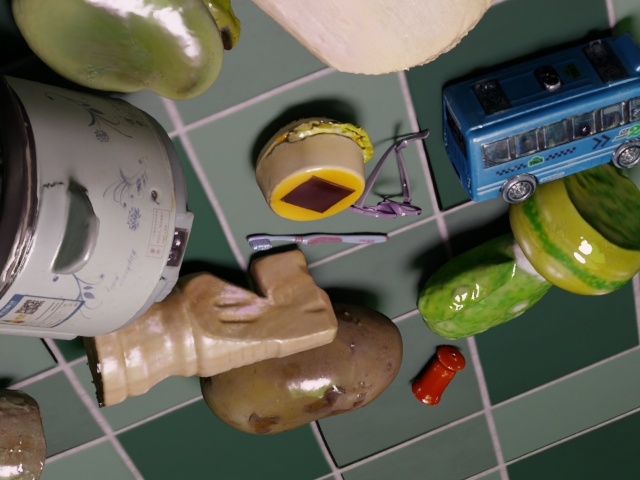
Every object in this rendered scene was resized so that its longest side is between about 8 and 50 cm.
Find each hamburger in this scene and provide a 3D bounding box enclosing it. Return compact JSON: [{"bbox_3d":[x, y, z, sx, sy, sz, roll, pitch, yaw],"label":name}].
[{"bbox_3d":[-0.007,-0.085,1.819,0.126,0.081,0.141,5,147,-29],"label":"hamburger"}]

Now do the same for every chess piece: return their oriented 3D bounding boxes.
[{"bbox_3d":[-0.133,0.101,1.933,0.300,0.137,0.137,-11,141,-13],"label":"chess piece"}]

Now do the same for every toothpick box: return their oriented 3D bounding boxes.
[{"bbox_3d":[0.166,0.187,2.262,0.047,0.047,0.083,6,133,-33],"label":"toothpick box"}]

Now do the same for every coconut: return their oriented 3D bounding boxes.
[{"bbox_3d":[0.031,-0.287,1.475,0.239,0.239,0.244,-35,138,15],"label":"coconut"}]

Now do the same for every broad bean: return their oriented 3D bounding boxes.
[{"bbox_3d":[-0.183,-0.215,1.559,0.228,0.100,0.169,2,131,-26],"label":"broad bean"}]

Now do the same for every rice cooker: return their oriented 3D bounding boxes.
[{"bbox_3d":[-0.294,-0.033,1.573,0.316,0.316,0.264,11,101,-37],"label":"rice cooker"}]

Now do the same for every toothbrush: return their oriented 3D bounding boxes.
[{"bbox_3d":[0.000,0.000,1.976,0.193,0.019,0.013,-2,137,-28],"label":"toothbrush"}]

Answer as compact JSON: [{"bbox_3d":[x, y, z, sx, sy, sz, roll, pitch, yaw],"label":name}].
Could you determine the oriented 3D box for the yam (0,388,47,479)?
[{"bbox_3d":[-0.476,0.252,1.921,0.268,0.161,0.161,3,135,-31],"label":"yam"}]

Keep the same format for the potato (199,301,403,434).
[{"bbox_3d":[-0.024,0.156,2.043,0.262,0.165,0.165,-18,143,1],"label":"potato"}]

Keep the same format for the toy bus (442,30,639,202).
[{"bbox_3d":[0.268,-0.143,1.864,0.246,0.113,0.134,-17,136,-5],"label":"toy bus"}]

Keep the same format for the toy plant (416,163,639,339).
[{"bbox_3d":[0.251,0.034,2.035,0.224,0.184,0.316,-9,155,-46],"label":"toy plant"}]

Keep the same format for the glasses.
[{"bbox_3d":[0.083,-0.082,1.895,0.140,0.062,0.104,-12,114,-60],"label":"glasses"}]
